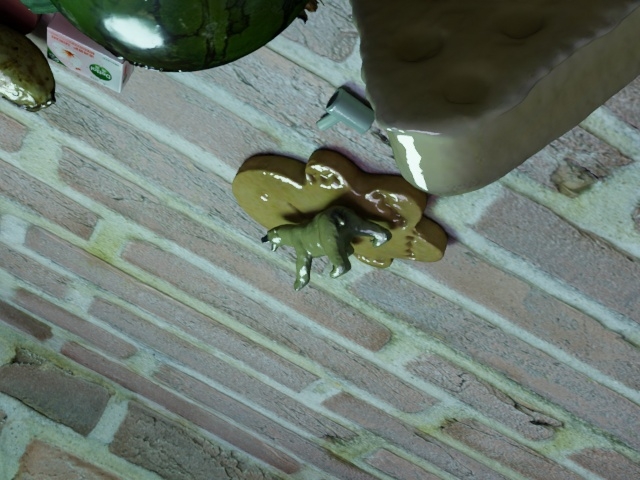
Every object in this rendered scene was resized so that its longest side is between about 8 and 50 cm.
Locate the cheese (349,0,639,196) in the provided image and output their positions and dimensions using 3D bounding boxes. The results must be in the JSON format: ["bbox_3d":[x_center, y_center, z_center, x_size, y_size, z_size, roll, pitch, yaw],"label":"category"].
[{"bbox_3d":[0.163,-0.196,1.196,0.384,0.384,0.104,11,146,29],"label":"cheese"}]

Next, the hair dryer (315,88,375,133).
[{"bbox_3d":[0.024,-0.166,1.743,0.063,0.038,0.124,33,159,-15],"label":"hair dryer"}]

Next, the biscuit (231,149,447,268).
[{"bbox_3d":[0.019,-0.044,1.954,0.355,0.052,0.275,10,150,28],"label":"biscuit"}]

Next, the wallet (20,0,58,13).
[{"bbox_3d":[-0.413,-0.403,1.675,0.160,0.055,0.236,0,136,47],"label":"wallet"}]

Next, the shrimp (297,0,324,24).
[{"bbox_3d":[-0.097,-0.348,1.486,0.249,0.068,0.150,42,163,-19],"label":"shrimp"}]

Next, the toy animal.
[{"bbox_3d":[0.000,0.000,1.910,0.101,0.103,0.219,54,150,-9],"label":"toy animal"}]

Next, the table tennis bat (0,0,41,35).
[{"bbox_3d":[-0.541,-0.369,1.872,0.310,0.038,0.200,5,147,37],"label":"table tennis bat"}]

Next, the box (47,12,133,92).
[{"bbox_3d":[-0.336,-0.278,1.847,0.125,0.043,0.089,26,155,1],"label":"box"}]

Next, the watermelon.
[{"bbox_3d":[-0.136,-0.343,1.213,0.363,0.363,0.363,21,154,11],"label":"watermelon"}]

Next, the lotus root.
[{"bbox_3d":[-0.494,-0.283,1.854,0.258,0.097,0.110,32,-176,-21],"label":"lotus root"}]
